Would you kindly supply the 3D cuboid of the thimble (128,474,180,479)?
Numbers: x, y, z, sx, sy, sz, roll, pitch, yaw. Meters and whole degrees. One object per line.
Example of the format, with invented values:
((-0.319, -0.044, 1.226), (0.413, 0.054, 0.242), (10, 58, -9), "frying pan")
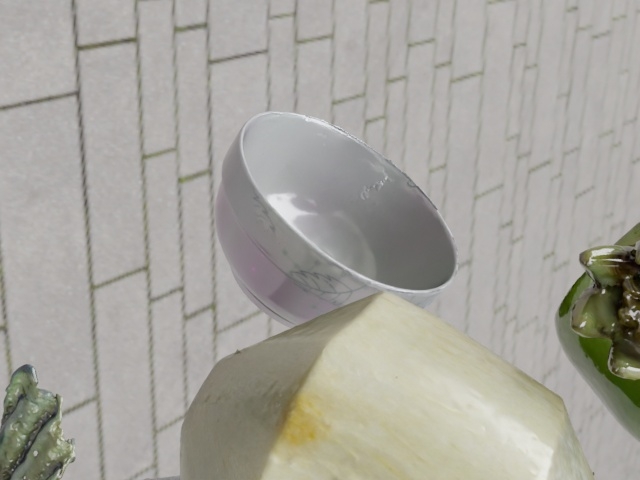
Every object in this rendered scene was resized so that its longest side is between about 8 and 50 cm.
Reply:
((-0.152, 0.339, 1.110), (0.172, 0.236, 0.205), (2, 108, -11), "thimble")

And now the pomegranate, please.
((0.332, 0.065, 0.818), (0.358, 0.216, 0.310), (-10, 151, -50), "pomegranate")

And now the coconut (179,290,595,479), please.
((0.032, 0.194, 0.775), (0.323, 0.323, 0.323), (-28, 124, -49), "coconut")

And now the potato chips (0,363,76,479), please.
((-0.185, 0.171, 0.639), (0.028, 0.092, 0.207), (-3, 132, -45), "potato chips")

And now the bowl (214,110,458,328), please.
((0.000, 0.000, 1.190), (0.287, 0.287, 0.144), (-15, 148, -54), "bowl")
